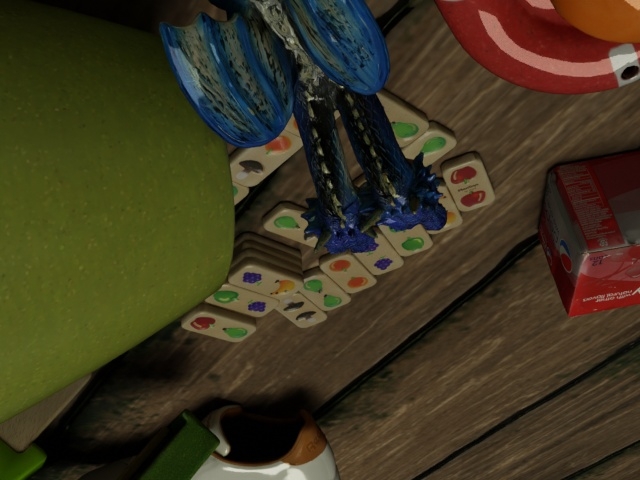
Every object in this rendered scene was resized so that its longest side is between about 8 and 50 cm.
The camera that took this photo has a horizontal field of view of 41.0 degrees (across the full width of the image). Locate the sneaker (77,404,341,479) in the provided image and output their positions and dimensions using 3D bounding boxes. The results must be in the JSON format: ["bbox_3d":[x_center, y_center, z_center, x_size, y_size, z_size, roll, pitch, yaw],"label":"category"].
[{"bbox_3d":[-0.132,0.223,0.882,0.290,0.106,0.123,-10,119,6],"label":"sneaker"}]

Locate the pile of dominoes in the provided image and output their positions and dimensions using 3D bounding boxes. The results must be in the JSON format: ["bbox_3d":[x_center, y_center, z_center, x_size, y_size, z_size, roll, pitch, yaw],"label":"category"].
[{"bbox_3d":[0.000,0.000,0.622,0.196,0.040,0.251,22,135,-38],"label":"pile of dominoes"}]

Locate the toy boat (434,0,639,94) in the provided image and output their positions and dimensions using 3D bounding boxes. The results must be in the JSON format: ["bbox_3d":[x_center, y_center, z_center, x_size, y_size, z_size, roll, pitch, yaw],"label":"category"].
[{"bbox_3d":[0.109,-0.139,0.352,0.151,0.151,0.231,-21,144,16],"label":"toy boat"}]

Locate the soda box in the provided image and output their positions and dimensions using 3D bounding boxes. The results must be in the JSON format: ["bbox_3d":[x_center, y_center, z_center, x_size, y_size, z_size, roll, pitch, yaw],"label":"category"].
[{"bbox_3d":[0.302,-0.021,0.631,0.264,0.083,0.092,-10,145,1],"label":"soda box"}]

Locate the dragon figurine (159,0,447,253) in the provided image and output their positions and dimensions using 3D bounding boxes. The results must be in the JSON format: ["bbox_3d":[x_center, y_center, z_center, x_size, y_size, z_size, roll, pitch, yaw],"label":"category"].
[{"bbox_3d":[-0.019,-0.100,0.381,0.085,0.144,0.289,-21,144,15],"label":"dragon figurine"}]

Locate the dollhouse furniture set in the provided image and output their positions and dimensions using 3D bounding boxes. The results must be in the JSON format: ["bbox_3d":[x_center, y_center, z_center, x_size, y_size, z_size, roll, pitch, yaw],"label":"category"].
[{"bbox_3d":[-0.249,0.207,0.794,0.198,0.151,0.301,40,149,-2],"label":"dollhouse furniture set"}]

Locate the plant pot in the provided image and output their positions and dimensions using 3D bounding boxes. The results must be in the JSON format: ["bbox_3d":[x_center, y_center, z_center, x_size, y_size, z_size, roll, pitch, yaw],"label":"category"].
[{"bbox_3d":[-0.200,-0.013,0.395,0.294,0.274,0.274,-12,149,-25],"label":"plant pot"}]
